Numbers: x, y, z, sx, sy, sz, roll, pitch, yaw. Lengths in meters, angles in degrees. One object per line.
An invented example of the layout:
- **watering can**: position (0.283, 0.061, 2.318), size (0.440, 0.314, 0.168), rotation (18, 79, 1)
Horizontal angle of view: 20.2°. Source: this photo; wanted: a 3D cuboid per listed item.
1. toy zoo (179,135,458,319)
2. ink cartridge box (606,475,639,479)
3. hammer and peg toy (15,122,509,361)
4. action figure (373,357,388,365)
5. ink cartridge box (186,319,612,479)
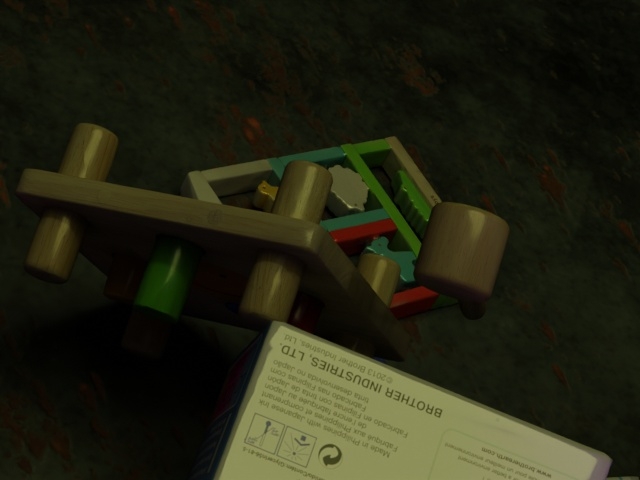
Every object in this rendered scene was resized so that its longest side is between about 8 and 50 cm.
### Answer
- **toy zoo**: position (0.000, 0.000, 1.663), size (0.293, 0.030, 0.192), rotation (-13, 57, -36)
- **ink cartridge box**: position (0.184, 0.248, 1.429), size (0.209, 0.062, 0.109), rotation (7, 71, -49)
- **hammer and peg toy**: position (-0.028, 0.036, 1.382), size (0.361, 0.266, 0.127), rotation (11, 72, 22)
- **action figure**: position (0.046, 0.183, 1.463), size (0.280, 0.091, 0.139), rotation (49, 30, 21)
- **ink cartridge box**: position (0.006, 0.291, 1.232), size (0.270, 0.151, 0.395), rotation (23, 66, -5)
